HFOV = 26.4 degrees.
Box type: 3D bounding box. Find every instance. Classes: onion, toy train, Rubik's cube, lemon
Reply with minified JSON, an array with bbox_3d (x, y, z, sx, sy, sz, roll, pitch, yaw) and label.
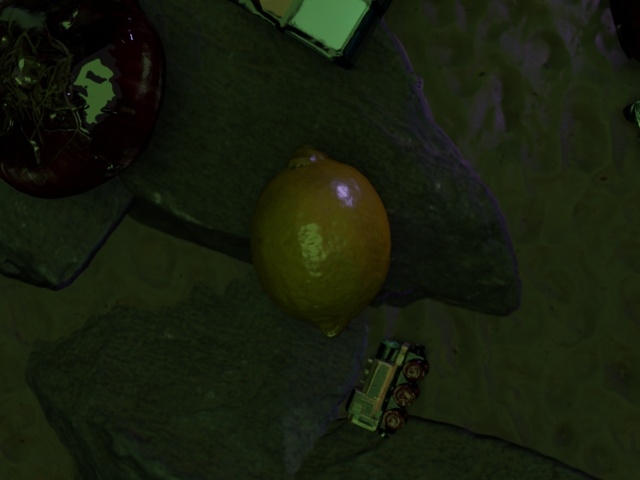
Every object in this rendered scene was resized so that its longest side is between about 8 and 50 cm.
[{"bbox_3d":[-0.332,-0.203,1.804,0.313,0.232,0.314,-5,79,28],"label":"onion"},{"bbox_3d":[0.093,0.197,1.855,0.087,0.050,0.138,23,96,8],"label":"toy train"},{"bbox_3d":[0.002,-0.342,1.771,0.180,0.167,0.183,29,98,3],"label":"Rubik's cube"},{"bbox_3d":[0.000,0.000,1.784,0.188,0.188,0.257,-7,89,7],"label":"lemon"}]

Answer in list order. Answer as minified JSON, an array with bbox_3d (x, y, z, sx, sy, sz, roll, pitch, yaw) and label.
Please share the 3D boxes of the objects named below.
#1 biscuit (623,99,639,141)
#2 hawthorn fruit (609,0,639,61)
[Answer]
[{"bbox_3d":[0.569,-0.173,1.759,0.309,0.079,0.186,-32,88,8],"label":"biscuit"},{"bbox_3d":[0.478,-0.320,1.706,0.249,0.215,0.215,-27,90,0],"label":"hawthorn fruit"}]
